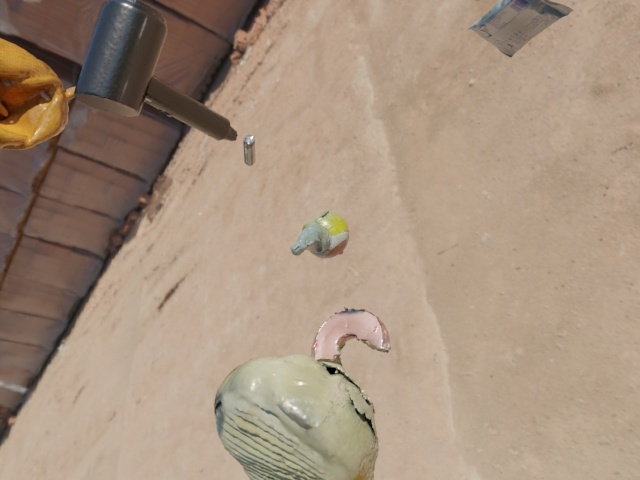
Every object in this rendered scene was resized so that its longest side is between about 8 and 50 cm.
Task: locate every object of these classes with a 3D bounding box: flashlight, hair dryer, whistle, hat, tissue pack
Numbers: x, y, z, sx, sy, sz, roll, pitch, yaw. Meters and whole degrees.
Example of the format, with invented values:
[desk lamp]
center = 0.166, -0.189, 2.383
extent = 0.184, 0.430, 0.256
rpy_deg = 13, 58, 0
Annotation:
[flashlight]
center = -0.128, -0.162, 0.986
extent = 0.018, 0.018, 0.083
rpy_deg = -56, -5, -20
[hair dryer]
center = -0.169, -0.181, 0.665
extent = 0.070, 0.248, 0.114
rpy_deg = 18, 90, 31
[whistle]
center = 0.000, 0.000, 1.317
extent = 0.122, 0.223, 0.123
rpy_deg = 7, 106, 23
[hat]
center = -0.464, -0.236, 0.838
extent = 0.233, 0.233, 0.245
rpy_deg = -125, 29, -59
[tissue pack]
center = 0.392, -0.440, 1.103
extent = 0.193, 0.122, 0.026
rpy_deg = 160, 130, -74

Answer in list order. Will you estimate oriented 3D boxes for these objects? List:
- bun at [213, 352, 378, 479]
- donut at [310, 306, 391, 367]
[bun]
center = -0.026, 0.243, 0.725
extent = 0.239, 0.239, 0.141
rpy_deg = -36, 9, 43
[donut]
center = 0.058, 0.192, 1.094
extent = 0.165, 0.065, 0.117
rpy_deg = -15, 54, 14
